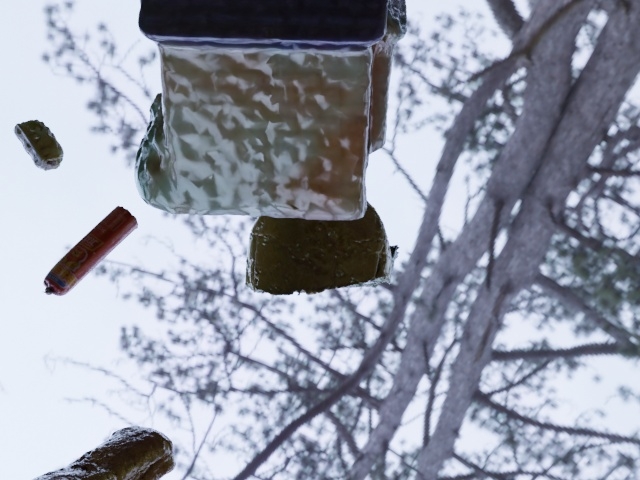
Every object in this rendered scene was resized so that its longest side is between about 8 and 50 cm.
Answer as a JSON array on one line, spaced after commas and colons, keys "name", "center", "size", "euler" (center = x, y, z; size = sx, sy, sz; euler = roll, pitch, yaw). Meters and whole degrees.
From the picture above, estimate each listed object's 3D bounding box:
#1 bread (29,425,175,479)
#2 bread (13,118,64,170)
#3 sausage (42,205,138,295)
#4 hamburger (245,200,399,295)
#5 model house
[{"name": "bread", "center": [-0.357, 0.364, 1.452], "size": [0.139, 0.077, 0.271], "euler": [-2, -166, 44]}, {"name": "bread", "center": [-0.542, -0.186, 1.839], "size": [0.110, 0.066, 0.060], "euler": [56, -167, -1]}, {"name": "sausage", "center": [-0.250, 0.015, 1.014], "size": [0.034, 0.034, 0.129], "euler": [34, -123, 13]}, {"name": "hamburger", "center": [0.000, 0.000, 1.856], "size": [0.308, 0.132, 0.211], "euler": [-4, -94, 2]}, {"name": "model house", "center": [-0.041, -0.214, 0.878], "size": [0.245, 0.280, 0.312], "euler": [3, -146, 3]}]
